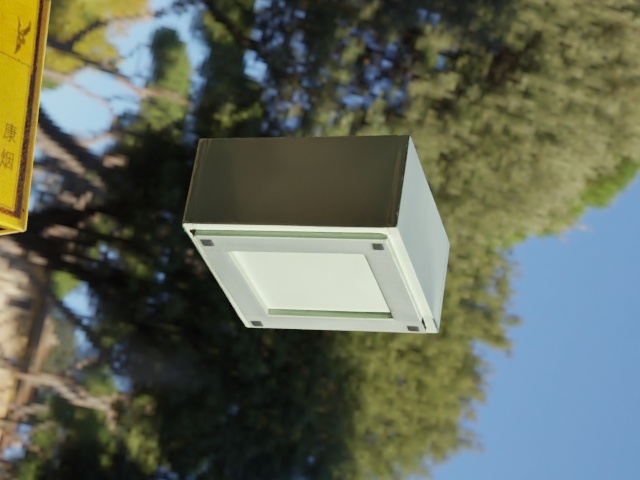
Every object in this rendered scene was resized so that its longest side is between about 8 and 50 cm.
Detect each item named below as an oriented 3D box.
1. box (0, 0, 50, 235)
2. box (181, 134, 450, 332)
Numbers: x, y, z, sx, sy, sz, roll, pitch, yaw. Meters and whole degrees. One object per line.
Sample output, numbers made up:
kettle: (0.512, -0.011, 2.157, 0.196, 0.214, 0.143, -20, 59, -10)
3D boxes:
box: (-0.319, -0.169, 1.171, 0.084, 0.193, 0.301, -8, -110, 33)
box: (0.000, 0.000, 1.508, 0.225, 0.225, 0.117, 62, 32, -57)
